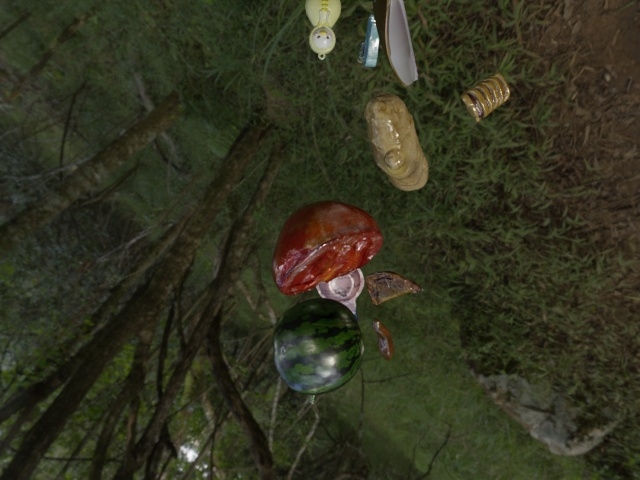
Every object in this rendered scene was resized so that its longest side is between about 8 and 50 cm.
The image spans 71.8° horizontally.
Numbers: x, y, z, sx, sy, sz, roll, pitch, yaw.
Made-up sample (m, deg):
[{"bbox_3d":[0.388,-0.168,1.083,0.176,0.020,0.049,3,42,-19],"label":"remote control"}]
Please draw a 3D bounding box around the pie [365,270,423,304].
[{"bbox_3d":[0.159,0.103,1.040,0.088,0.033,0.191,43,149,-10],"label":"pie"}]

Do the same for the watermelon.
[{"bbox_3d":[-0.006,0.314,1.339,0.285,0.285,0.285,25,149,16],"label":"watermelon"}]

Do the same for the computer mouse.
[{"bbox_3d":[0.162,-0.481,0.991,0.072,0.158,0.310,-13,157,14],"label":"computer mouse"}]

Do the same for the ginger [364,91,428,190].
[{"bbox_3d":[0.206,-0.234,1.156,0.127,0.189,0.354,-18,151,20],"label":"ginger"}]

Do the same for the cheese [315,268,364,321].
[{"bbox_3d":[0.080,0.195,1.695,0.189,0.074,0.285,-11,104,1],"label":"cheese"}]

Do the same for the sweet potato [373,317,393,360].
[{"bbox_3d":[0.224,0.348,1.550,0.057,0.057,0.264,13,140,33],"label":"sweet potato"}]

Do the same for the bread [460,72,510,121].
[{"bbox_3d":[0.674,-0.583,1.794,0.134,0.225,0.081,57,159,-18],"label":"bread"}]

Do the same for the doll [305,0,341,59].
[{"bbox_3d":[0.011,-0.864,1.732,0.142,0.296,0.117,-1,179,-12],"label":"doll"}]

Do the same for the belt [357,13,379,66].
[{"bbox_3d":[0.191,-0.749,1.656,0.065,0.100,0.179,1,122,-11],"label":"belt"}]

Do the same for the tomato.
[{"bbox_3d":[0.000,0.000,0.880,0.139,0.233,0.200,58,137,21],"label":"tomato"}]

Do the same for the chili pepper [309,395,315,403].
[{"bbox_3d":[-0.025,0.529,1.538,0.022,0.083,0.027,9,-176,5],"label":"chili pepper"}]
